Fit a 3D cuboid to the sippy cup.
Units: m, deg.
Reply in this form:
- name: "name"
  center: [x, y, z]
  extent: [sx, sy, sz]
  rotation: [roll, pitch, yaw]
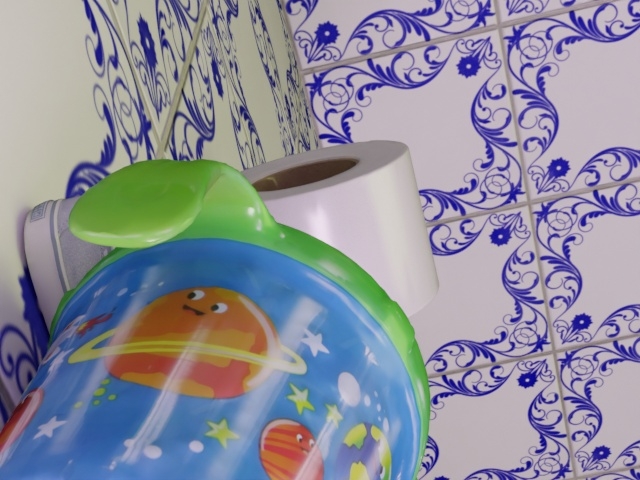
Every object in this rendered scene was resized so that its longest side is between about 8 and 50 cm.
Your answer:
- name: "sippy cup"
  center: [-0.070, 0.132, 0.540]
  extent: [0.305, 0.240, 0.224]
  rotation: [51, 24, -11]

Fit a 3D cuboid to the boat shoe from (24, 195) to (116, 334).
- name: "boat shoe"
  center: [-0.124, 0.074, 0.701]
  extent: [0.079, 0.081, 0.227]
  rotation: [-86, 162, -67]

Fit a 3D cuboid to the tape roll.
- name: "tape roll"
  center: [0.000, 0.000, 1.195]
  extent: [0.246, 0.246, 0.169]
  rotation: [-78, 155, -74]
